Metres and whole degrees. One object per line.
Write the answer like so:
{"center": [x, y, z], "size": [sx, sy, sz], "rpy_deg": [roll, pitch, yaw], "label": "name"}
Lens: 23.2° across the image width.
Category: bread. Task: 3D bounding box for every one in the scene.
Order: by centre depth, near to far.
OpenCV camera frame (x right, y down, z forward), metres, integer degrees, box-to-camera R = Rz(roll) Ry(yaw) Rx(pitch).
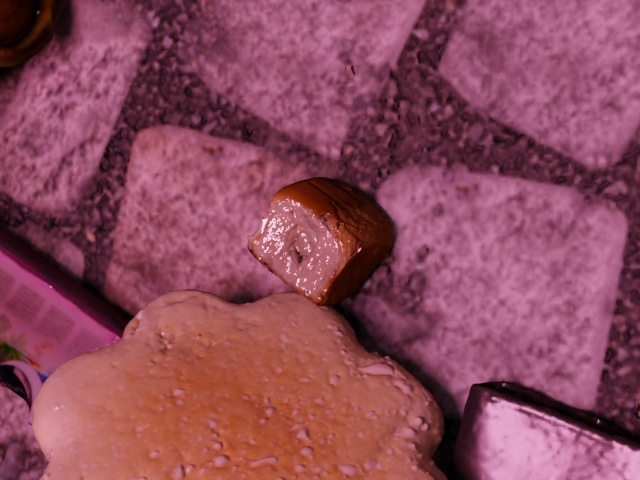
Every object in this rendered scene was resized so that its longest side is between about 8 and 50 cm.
{"center": [-0.052, 0.149, 1.060], "size": [0.316, 0.316, 0.054], "rpy_deg": [36, 140, 22], "label": "bread"}
{"center": [0.000, -0.002, 1.141], "size": [0.083, 0.070, 0.076], "rpy_deg": [39, 108, 19], "label": "bread"}

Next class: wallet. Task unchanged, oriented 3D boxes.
{"center": [0.140, 0.271, 1.087], "size": [0.170, 0.044, 0.321], "rpy_deg": [20, 100, 28], "label": "wallet"}

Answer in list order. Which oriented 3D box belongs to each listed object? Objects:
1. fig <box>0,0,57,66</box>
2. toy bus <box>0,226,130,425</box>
{"center": [-0.306, -0.200, 1.239], "size": [0.205, 0.205, 0.205], "rpy_deg": [0, 90, 27], "label": "fig"}
{"center": [-0.256, 0.064, 1.259], "size": [0.274, 0.090, 0.112], "rpy_deg": [33, 98, 23], "label": "toy bus"}
